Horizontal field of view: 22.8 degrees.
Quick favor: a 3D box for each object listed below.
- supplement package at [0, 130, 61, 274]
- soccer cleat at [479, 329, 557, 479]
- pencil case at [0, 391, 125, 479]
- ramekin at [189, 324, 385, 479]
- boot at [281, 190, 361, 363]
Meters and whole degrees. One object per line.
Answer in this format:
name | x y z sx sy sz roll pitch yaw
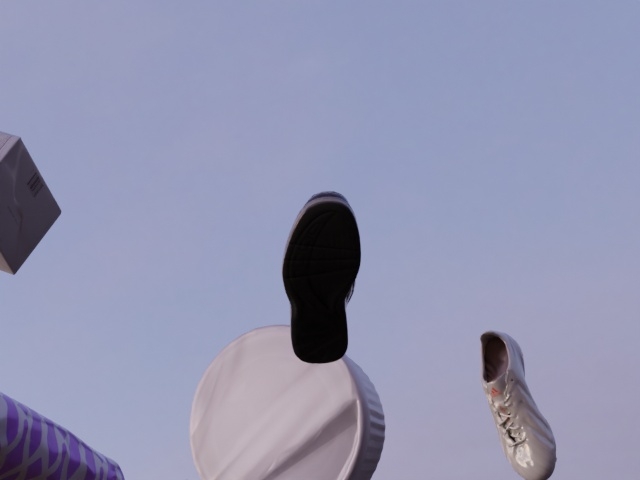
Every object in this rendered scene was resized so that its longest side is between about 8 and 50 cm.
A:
supplement package | -0.575 -0.080 2.615 0.203 0.149 0.194 17 -33 28
soccer cleat | 0.230 0.200 1.913 0.068 0.196 0.076 -27 -32 22
pencil case | -0.246 0.185 1.298 0.086 0.088 0.206 -10 -34 31
ramekin | -0.035 0.258 2.169 0.273 0.273 0.127 -23 -22 21
boot | -0.002 0.001 1.794 0.085 0.179 0.236 1 -49 -2
